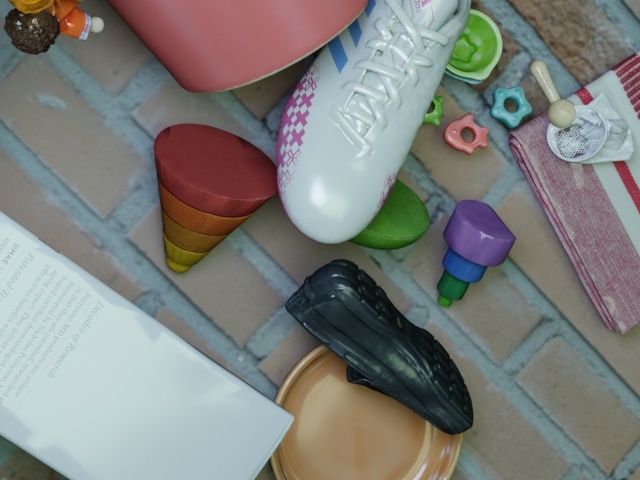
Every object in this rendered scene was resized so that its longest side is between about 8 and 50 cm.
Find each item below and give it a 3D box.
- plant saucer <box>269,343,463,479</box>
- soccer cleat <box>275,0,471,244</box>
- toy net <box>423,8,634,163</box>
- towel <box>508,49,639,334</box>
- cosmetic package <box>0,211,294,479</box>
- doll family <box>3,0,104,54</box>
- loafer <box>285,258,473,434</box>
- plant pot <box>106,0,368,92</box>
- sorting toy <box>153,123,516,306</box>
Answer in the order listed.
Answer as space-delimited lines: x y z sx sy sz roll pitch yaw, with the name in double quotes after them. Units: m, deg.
0.041 0.183 1.654 0.200 0.037 0.200 -2 96 -19 "plant saucer"
0.054 -0.156 1.516 0.116 0.143 0.331 27 62 -12 "soccer cleat"
0.199 -0.125 1.647 0.232 0.045 0.122 25 75 -6 "toy net"
0.370 -0.087 1.745 0.329 0.037 0.237 -32 102 -15 "towel"
-0.235 0.093 1.459 0.385 0.217 0.156 35 84 -20 "cosmetic package"
-0.241 -0.251 1.246 0.263 0.118 0.163 39 45 -20 "doll family"
0.059 0.108 1.602 0.078 0.076 0.223 -34 117 24 "loafer"
-0.090 -0.277 1.460 0.275 0.275 0.243 -35 114 -13 "plant pot"
0.000 0.000 1.607 0.366 0.127 0.126 12 120 -22 "sorting toy"
